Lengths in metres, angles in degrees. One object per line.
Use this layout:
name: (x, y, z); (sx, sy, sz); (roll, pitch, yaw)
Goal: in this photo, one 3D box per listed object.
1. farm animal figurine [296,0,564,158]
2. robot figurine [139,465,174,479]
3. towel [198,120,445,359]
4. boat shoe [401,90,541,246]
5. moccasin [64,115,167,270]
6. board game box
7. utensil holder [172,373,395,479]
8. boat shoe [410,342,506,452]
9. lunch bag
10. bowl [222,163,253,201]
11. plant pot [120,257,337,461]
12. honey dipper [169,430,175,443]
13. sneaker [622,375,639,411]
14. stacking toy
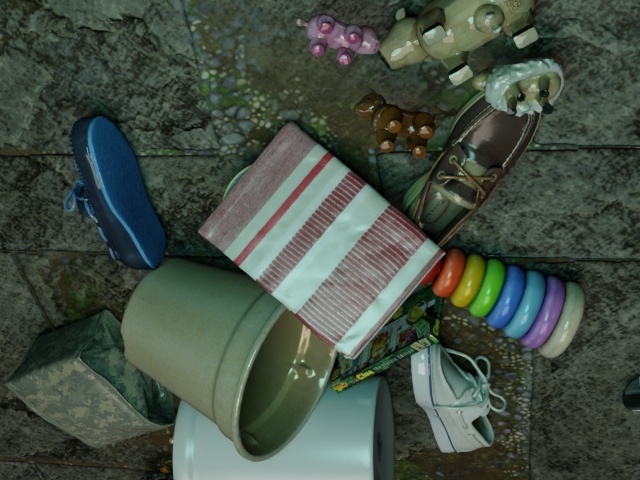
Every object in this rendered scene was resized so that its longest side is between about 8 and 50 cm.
farm animal figurine: (0.144, -0.298, 1.255); (0.327, 0.172, 0.330); (-13, 122, 9)
robot figurine: (-0.303, 0.598, 2.267); (0.291, 0.085, 0.211); (-21, 125, 29)
towel: (0.000, 0.000, 1.486); (0.329, 0.037, 0.237); (41, 91, 6)
boat shoe: (0.227, -0.097, 1.443); (0.123, 0.123, 0.342); (27, 133, -12)
moccasin: (-0.375, -0.063, 1.614); (0.117, 0.137, 0.342); (3, 133, 17)
board game box: (0.123, 0.182, 1.728); (0.030, 0.136, 0.260); (41, 128, -20)
utensil holder: (-0.059, 0.421, 1.880); (0.386, 0.327, 0.327); (-3, 132, 12)
boat shoe: (0.281, 0.301, 1.806); (0.157, 0.135, 0.367); (-6, 134, 19)
lunch bag: (-0.466, 0.314, 1.975); (0.235, 0.169, 0.287); (-22, 120, 30)
bowl: (-0.081, -0.049, 1.575); (0.170, 0.080, 0.170); (0, 91, -4)
plant pot: (-0.174, 0.180, 1.676); (0.306, 0.334, 0.333); (21, 139, 26)
honey dipper: (-0.328, 0.429, 2.151); (0.031, 0.030, 0.160); (22, 137, -8)
sneaker: (0.692, 0.290, 1.733); (0.229, 0.086, 0.132); (-30, 123, 34)
stacking toy: (0.277, 0.084, 1.609); (0.330, 0.141, 0.141); (21, 134, -1)
